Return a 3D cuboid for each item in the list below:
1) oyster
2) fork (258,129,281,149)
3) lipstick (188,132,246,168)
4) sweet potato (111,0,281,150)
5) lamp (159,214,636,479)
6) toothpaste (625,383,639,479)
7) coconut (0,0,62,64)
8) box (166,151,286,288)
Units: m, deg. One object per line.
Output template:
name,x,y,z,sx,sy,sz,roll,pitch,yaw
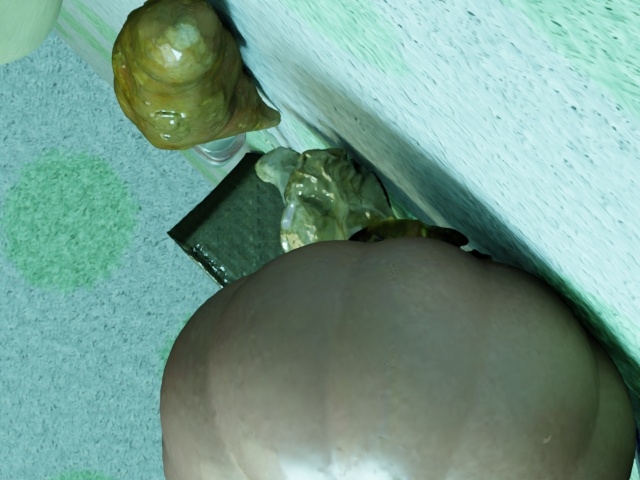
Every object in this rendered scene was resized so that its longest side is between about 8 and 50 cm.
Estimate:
oyster,0.000,0.000,1.361,0.191,0.081,0.163,47,143,50
fork,-0.037,-0.087,1.628,0.034,0.028,0.219,50,175,22
lipstick,-0.096,-0.111,1.732,0.063,0.057,0.186,44,171,-3
sweet potato,-0.103,-0.116,1.321,0.106,0.095,0.354,2,174,6
lamp,0.049,0.109,1.164,0.305,0.239,0.305,8,146,5
toothpaste,0.276,0.213,1.282,0.323,0.066,0.100,49,-151,-45
coconut,-0.241,-0.203,1.110,0.224,0.224,0.224,43,177,3
box,-0.024,0.043,2.030,0.273,0.143,0.184,45,177,-11
